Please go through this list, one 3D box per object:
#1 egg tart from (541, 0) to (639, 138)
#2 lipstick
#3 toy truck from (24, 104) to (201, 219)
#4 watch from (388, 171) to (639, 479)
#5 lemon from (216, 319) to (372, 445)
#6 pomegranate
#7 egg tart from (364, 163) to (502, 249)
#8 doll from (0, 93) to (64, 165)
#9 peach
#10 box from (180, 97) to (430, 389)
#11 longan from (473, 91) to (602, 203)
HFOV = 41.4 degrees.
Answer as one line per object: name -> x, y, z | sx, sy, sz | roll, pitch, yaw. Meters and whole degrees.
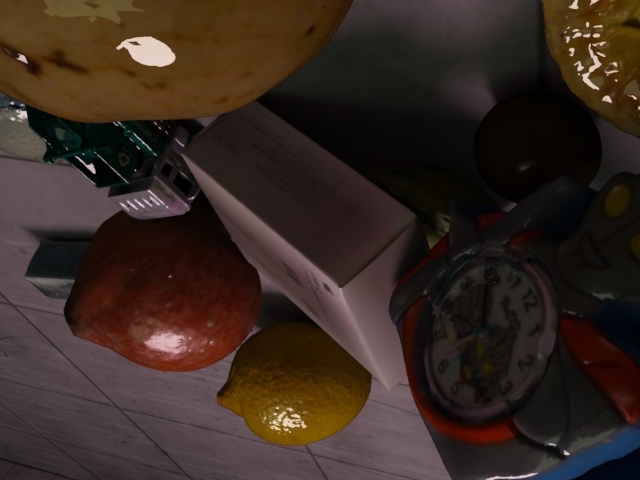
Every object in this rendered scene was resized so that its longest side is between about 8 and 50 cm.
egg tart -> 0.273, -0.158, 0.466 | 0.319, 0.128, 0.319 | 14, 157, 6
lipstick -> -0.297, 0.048, 1.233 | 0.289, 0.077, 0.076 | 1, 145, 29
toy truck -> -0.214, -0.106, 0.880 | 0.110, 0.116, 0.216 | -5, 143, 37
watch -> 0.239, 0.075, 0.671 | 0.274, 0.241, 0.305 | 28, 124, -37
lemon -> -0.032, 0.208, 1.241 | 0.244, 0.187, 0.187 | -10, 153, -11
pomegranate -> -0.105, -0.227, 0.416 | 0.332, 0.332, 0.332 | 15, 151, 9
egg tart -> 0.119, -0.007, 0.853 | 0.197, 0.078, 0.197 | 38, 160, 17
doll -> -0.328, -0.136, 0.937 | 0.103, 0.071, 0.214 | 2, 158, 11
peach -> -0.193, 0.057, 1.010 | 0.232, 0.232, 0.232 | 15, 151, 9
box -> 0.000, 0.000, 0.837 | 0.251, 0.106, 0.203 | 38, 163, 35
longan -> 0.183, -0.077, 0.716 | 0.106, 0.106, 0.119 | 11, -170, 16
